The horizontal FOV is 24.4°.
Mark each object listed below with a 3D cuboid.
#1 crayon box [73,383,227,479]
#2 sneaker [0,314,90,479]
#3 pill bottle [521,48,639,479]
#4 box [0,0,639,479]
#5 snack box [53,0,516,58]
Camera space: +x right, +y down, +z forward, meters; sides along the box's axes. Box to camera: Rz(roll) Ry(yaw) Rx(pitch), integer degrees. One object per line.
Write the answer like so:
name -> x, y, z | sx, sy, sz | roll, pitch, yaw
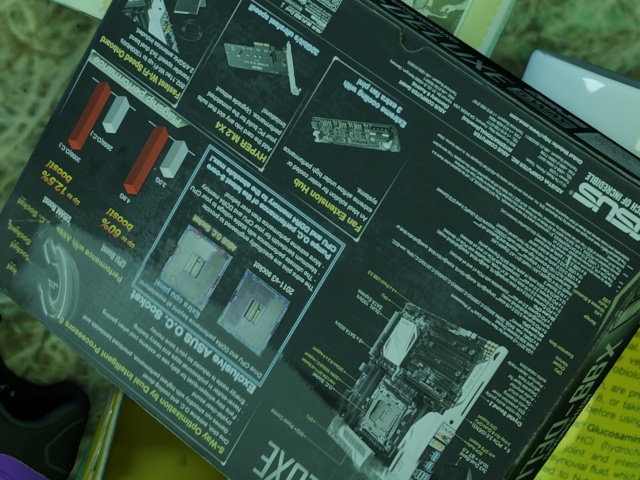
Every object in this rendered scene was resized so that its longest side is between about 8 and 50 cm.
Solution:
crayon box -> -0.132, 0.233, 0.829 | 0.083, 0.203, 0.323 | 21, 111, -8
sneaker -> -0.262, 0.058, 0.860 | 0.293, 0.102, 0.146 | 35, 99, -19
pill bottle -> 0.129, 0.071, 0.841 | 0.188, 0.188, 0.334 | 18, 102, -8
box -> 0.000, 0.000, 0.748 | 0.307, 0.076, 0.242 | 36, 107, 18
snack box -> -0.042, -0.191, 0.830 | 0.322, 0.060, 0.187 | 23, 103, -9
